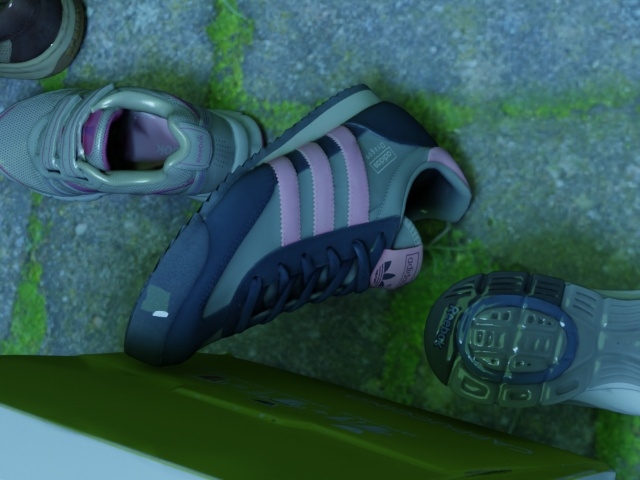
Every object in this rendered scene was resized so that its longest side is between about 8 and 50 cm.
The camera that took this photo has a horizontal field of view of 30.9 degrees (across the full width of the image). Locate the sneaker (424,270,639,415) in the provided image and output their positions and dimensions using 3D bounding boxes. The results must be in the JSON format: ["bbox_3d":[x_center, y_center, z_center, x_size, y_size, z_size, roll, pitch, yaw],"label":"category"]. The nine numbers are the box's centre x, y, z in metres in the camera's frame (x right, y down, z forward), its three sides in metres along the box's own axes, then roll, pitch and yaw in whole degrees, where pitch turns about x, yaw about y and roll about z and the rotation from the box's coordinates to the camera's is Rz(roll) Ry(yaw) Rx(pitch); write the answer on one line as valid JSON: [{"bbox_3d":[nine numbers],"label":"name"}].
[{"bbox_3d":[0.219,0.074,0.802,0.297,0.129,0.111,10,85,3],"label":"sneaker"}]

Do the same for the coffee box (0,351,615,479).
[{"bbox_3d":[-0.061,0.260,0.699,0.337,0.338,0.335,11,92,34],"label":"coffee box"}]

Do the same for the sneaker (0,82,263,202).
[{"bbox_3d":[-0.180,-0.087,0.966,0.252,0.111,0.103,1,84,21],"label":"sneaker"}]

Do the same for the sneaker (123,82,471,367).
[{"bbox_3d":[0.000,0.000,0.804,0.131,0.319,0.112,36,138,11],"label":"sneaker"}]

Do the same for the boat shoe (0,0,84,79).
[{"bbox_3d":[-0.389,-0.204,1.053,0.341,0.123,0.123,6,86,21],"label":"boat shoe"}]
